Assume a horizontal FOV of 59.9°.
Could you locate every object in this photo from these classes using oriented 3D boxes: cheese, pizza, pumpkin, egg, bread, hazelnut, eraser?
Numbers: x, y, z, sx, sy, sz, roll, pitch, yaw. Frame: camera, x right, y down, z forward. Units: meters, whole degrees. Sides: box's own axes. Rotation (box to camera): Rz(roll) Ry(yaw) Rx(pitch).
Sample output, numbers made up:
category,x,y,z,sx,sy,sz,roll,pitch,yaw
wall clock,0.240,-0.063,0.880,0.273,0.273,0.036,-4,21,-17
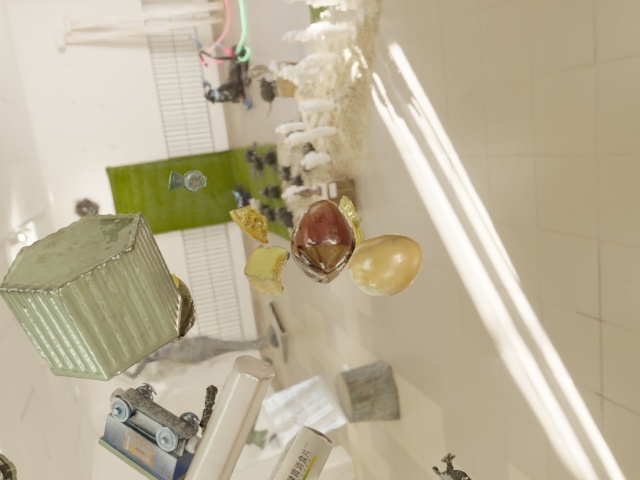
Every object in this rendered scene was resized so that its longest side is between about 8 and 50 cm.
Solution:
category,x,y,z,sx,sy,sz,roll,pitch,yaw
cheese,-0.388,-0.174,1.626,0.026,0.121,0.067,27,112,43
pizza,0.097,-0.051,2.117,0.280,0.075,0.287,48,156,52
pumpkin,-0.514,0.182,1.591,0.139,0.318,0.221,72,-159,-45
egg,0.212,0.076,1.786,0.201,0.245,0.201,46,-154,-29
bread,-0.187,0.105,2.032,0.169,0.140,0.159,75,-154,-60
hazelnut,-0.003,0.000,1.454,0.181,0.181,0.212,39,137,15
pizza,-0.209,-0.057,1.715,0.036,0.099,0.160,-13,132,42
eraser,-0.187,0.384,1.150,0.174,0.095,0.269,142,151,-88

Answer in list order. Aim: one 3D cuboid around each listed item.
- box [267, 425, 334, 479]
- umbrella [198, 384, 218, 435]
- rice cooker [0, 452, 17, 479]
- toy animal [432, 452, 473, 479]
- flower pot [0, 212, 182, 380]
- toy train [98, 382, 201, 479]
category,x,y,z,sx,sy,sz,roll,pitch,yaw
box,-0.096,0.855,2.003,0.145,0.332,0.173,35,133,2
umbrella,-0.311,0.473,1.545,0.040,0.037,0.143,76,-168,-46
rice cooker,-1.014,0.730,1.592,0.244,0.226,0.225,18,-120,-82
toy animal,0.306,0.536,1.249,0.220,0.062,0.108,45,-178,-46
flower pot,-0.357,0.085,0.894,0.209,0.239,0.189,25,137,47
toy train,-0.467,0.534,1.524,0.300,0.131,0.201,25,109,21
